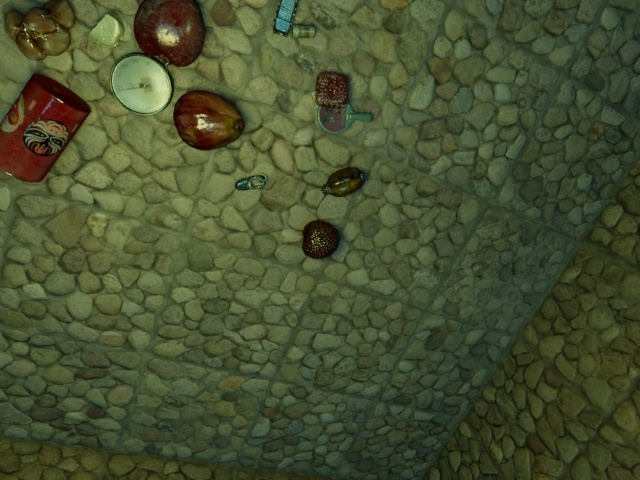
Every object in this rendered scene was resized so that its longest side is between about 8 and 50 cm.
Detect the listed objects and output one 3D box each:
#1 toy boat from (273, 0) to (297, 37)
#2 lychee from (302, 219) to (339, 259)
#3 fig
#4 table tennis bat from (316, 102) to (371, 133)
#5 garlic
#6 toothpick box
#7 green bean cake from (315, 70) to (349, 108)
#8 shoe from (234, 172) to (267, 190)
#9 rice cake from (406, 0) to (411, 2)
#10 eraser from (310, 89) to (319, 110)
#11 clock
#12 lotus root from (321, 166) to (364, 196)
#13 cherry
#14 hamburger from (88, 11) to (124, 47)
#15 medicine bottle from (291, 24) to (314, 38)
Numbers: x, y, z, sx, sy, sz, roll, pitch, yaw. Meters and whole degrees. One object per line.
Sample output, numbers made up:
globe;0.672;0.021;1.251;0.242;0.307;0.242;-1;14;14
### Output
toy boat;-0.128;-0.864;1.525;0.075;0.077;0.185;14;109;-17
lychee;0.000;0.000;1.875;0.188;0.188;0.187;-5;114;-11
fig;-0.429;-0.455;1.568;0.264;0.224;0.223;8;111;-20
table tennis bat;0.103;-0.531;1.734;0.245;0.040;0.152;-1;106;-15
garlic;-0.929;-0.708;1.378;0.214;0.191;0.160;-21;141;-15
toothpick box;-1.014;-0.398;1.463;0.204;0.204;0.333;38;101;-24
green bean cake;0.048;-0.614;1.662;0.136;0.056;0.135;3;93;-12
shoe;-0.300;-0.246;1.758;0.143;0.071;0.063;-13;114;-1
rice cake;0.353;-1.049;1.572;0.080;0.042;0.221;10;111;-18
eraser;-0.010;-0.586;1.703;0.038;0.019;0.083;-26;116;-2
clock;-0.675;-0.589;1.540;0.226;0.049;0.225;-5;113;-12
lotus root;0.100;-0.258;1.820;0.210;0.120;0.120;-22;116;-2
cherry;-0.521;-0.748;1.425;0.231;0.203;0.300;19;94;-17
hamburger;-0.755;-0.743;1.456;0.121;0.054;0.084;-38;120;8
medicine bottle;-0.068;-0.810;1.578;0.084;0.047;0.047;-5;114;-12
